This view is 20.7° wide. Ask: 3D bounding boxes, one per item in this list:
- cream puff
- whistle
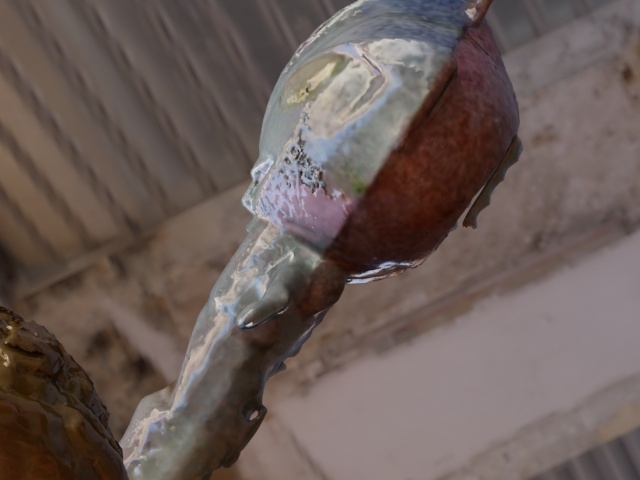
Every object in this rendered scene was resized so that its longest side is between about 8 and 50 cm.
[{"bbox_3d":[-0.151,0.093,0.677,0.115,0.150,0.165,-121,43,-60],"label":"cream puff"},{"bbox_3d":[0.001,0.001,0.940,0.134,0.346,0.142,34,177,-24],"label":"whistle"}]
